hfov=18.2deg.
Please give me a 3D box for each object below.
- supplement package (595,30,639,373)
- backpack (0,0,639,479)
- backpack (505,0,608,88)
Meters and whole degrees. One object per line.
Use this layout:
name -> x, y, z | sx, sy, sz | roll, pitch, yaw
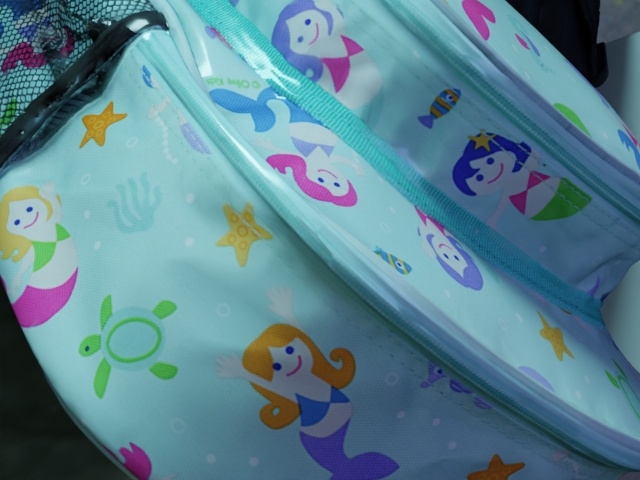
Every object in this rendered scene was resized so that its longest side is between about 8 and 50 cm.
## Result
supplement package -> 0.242, 0.007, 0.990 | 0.293, 0.175, 0.177 | 12, 69, -46
backpack -> 0.000, 0.000, 0.635 | 0.225, 0.191, 0.253 | 34, 18, -39
backpack -> 0.039, -0.146, 0.832 | 0.188, 0.144, 0.166 | 60, 38, -50
